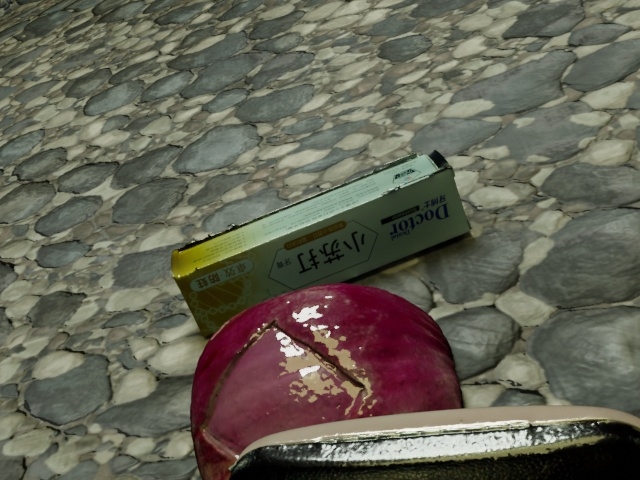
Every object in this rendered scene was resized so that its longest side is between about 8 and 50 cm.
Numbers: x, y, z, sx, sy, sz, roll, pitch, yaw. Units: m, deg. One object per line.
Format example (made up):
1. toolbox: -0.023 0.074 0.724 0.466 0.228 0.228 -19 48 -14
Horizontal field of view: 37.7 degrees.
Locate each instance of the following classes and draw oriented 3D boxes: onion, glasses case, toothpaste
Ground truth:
1. onion: -0.010 0.119 0.814 0.250 0.111 0.247 -15 30 7
2. glasses case: 0.083 0.180 0.652 0.314 0.122 0.075 -9 28 20
3. toothpaste: 0.000 0.000 1.007 0.313 0.089 0.071 -22 25 0
